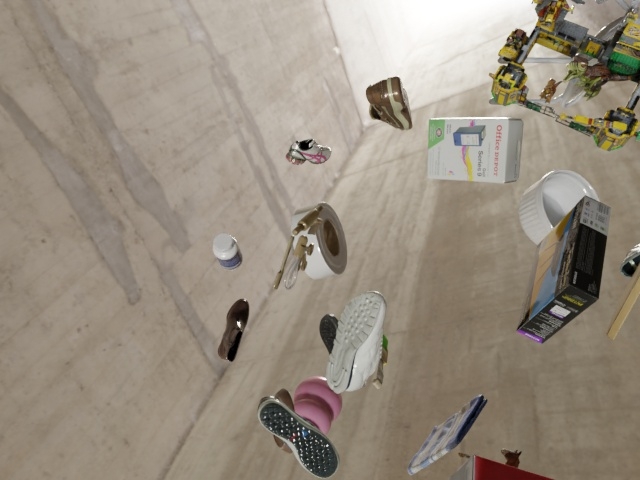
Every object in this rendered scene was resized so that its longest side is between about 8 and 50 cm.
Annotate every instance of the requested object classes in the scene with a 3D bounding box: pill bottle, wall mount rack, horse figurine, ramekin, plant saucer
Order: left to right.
[{"bbox_3d":[-0.346,0.039,2.010,0.169,0.094,0.094,86,-179,-65],"label":"pill bottle"},{"bbox_3d":[-0.102,0.479,1.439,0.029,0.168,0.168,-1,-108,-21],"label":"plant saucer"},{"bbox_3d":[0.441,0.671,1.413,0.174,0.066,0.263,17,-119,-17],"label":"horse figurine"},{"bbox_3d":[0.617,-0.072,1.412,0.207,0.109,0.207,7,-107,-22],"label":"ramekin"},{"bbox_3d":[0.586,-0.430,1.327,0.130,0.304,0.350,57,-178,19],"label":"wall mount rack"}]

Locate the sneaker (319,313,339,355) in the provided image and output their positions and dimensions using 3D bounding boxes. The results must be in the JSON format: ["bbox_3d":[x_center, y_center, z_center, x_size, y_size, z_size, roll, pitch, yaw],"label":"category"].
[{"bbox_3d":[0.053,0.224,1.201,0.089,0.051,0.170,-38,-65,-53],"label":"sneaker"}]

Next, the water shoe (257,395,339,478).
[{"bbox_3d":[-0.040,0.380,1.072,0.203,0.073,0.080,47,175,-7],"label":"water shoe"}]

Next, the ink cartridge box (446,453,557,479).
[{"bbox_3d":[0.463,0.608,1.216,0.272,0.309,0.130,107,180,-46],"label":"ink cartridge box"}]

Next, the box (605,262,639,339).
[{"bbox_3d":[0.707,0.105,1.219,0.164,0.021,0.201,-38,-36,-42],"label":"box"}]

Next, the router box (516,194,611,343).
[{"bbox_3d":[0.344,0.041,0.767,0.179,0.046,0.133,-58,-7,-38],"label":"router box"}]

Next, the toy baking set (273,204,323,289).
[{"bbox_3d":[-0.048,0.023,1.423,0.256,0.030,0.196,-44,-32,-57],"label":"toy baking set"}]

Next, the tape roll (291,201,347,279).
[{"bbox_3d":[0.000,0.000,2.043,0.286,0.100,0.286,42,-139,-52],"label":"tape roll"}]

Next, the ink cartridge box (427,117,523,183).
[{"bbox_3d":[0.379,-0.226,1.344,0.093,0.212,0.154,-15,-70,-48],"label":"ink cartridge box"}]

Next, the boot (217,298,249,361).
[{"bbox_3d":[-0.315,0.341,2.069,0.090,0.207,0.248,24,-104,-17],"label":"boot"}]

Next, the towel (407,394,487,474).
[{"bbox_3d":[0.374,0.582,1.618,0.034,0.285,0.209,43,-133,12],"label":"towel"}]

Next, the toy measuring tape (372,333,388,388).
[{"bbox_3d":[0.211,0.495,2.222,0.121,0.121,0.330,63,-158,-22],"label":"toy measuring tape"}]

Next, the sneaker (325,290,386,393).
[{"bbox_3d":[0.089,0.207,1.114,0.095,0.235,0.090,7,-155,-33],"label":"sneaker"}]

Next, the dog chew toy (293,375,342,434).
[{"bbox_3d":[-0.037,0.701,2.169,0.206,0.207,0.332,65,-151,-19],"label":"dog chew toy"}]

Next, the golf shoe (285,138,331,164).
[{"bbox_3d":[-0.026,-0.304,1.833,0.186,0.086,0.067,-13,-122,-42],"label":"golf shoe"}]

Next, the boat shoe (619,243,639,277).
[{"bbox_3d":[0.961,0.051,1.480,0.116,0.099,0.319,58,163,0],"label":"boat shoe"}]

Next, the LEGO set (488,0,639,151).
[{"bbox_3d":[0.488,-0.336,0.997,0.331,0.255,0.192,38,177,17],"label":"LEGO set"}]

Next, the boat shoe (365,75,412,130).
[{"bbox_3d":[0.164,-0.330,1.321,0.257,0.095,0.095,27,-125,-72],"label":"boat shoe"}]
